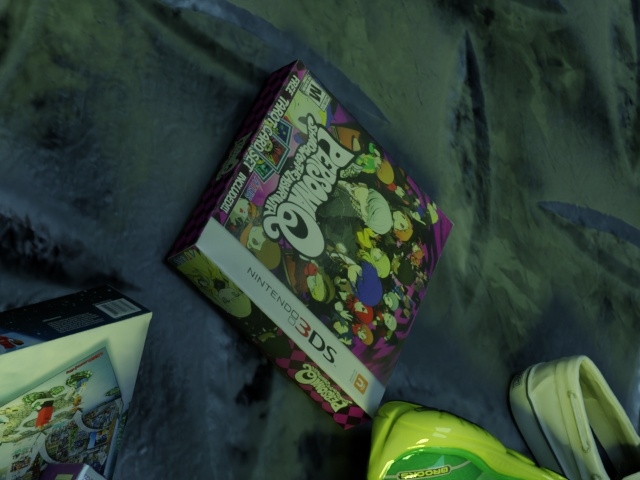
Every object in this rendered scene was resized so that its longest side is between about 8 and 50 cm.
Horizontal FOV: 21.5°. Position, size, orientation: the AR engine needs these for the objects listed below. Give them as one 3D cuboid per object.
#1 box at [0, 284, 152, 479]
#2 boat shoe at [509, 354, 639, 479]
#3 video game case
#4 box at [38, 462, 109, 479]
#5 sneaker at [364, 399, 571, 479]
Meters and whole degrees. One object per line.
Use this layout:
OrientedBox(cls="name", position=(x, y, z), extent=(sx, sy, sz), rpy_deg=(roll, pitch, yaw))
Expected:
OrientedBox(cls="box", position=(-0.210, 0.125, 1.014), extent=(0.044, 0.159, 0.233), rpy_deg=(29, 25, 30))
OrientedBox(cls="boat shoe", position=(0.264, 0.218, 1.494), extent=(0.258, 0.084, 0.095), rpy_deg=(55, 43, -10))
OrientedBox(cls="video game case", position=(0.000, 0.000, 1.367), extent=(0.210, 0.042, 0.232), rpy_deg=(46, 45, -21))
OrientedBox(cls="box", position=(-0.151, 0.308, 1.002), extent=(0.201, 0.057, 0.293), rpy_deg=(41, 64, -23))
OrientedBox(cls="sneaker", position=(0.130, 0.225, 1.366), extent=(0.295, 0.109, 0.123), rpy_deg=(32, 80, -37))
